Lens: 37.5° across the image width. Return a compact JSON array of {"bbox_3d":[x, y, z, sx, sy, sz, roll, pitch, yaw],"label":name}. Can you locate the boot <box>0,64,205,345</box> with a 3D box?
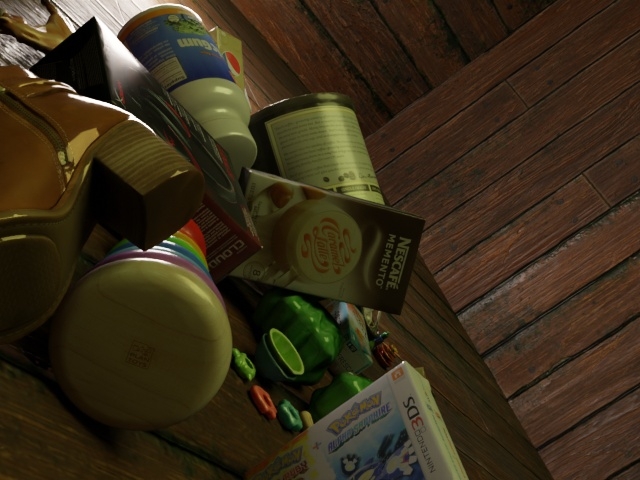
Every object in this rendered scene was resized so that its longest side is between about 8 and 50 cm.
[{"bbox_3d":[-0.252,-0.045,0.682,0.220,0.283,0.109,32,-44,25],"label":"boot"}]

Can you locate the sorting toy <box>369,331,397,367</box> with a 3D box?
[{"bbox_3d":[0.114,0.194,1.807,0.102,0.042,0.061,53,10,-7],"label":"sorting toy"}]

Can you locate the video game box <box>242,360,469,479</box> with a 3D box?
[{"bbox_3d":[0.030,0.230,0.841,0.048,0.205,0.187,47,12,-29],"label":"video game box"}]

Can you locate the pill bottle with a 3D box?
[{"bbox_3d":[-0.195,-0.211,1.397,0.272,0.152,0.152,60,11,31],"label":"pill bottle"}]

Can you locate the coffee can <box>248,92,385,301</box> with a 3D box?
[{"bbox_3d":[-0.005,-0.062,1.460,0.201,0.201,0.275,24,47,-71],"label":"coffee can"}]

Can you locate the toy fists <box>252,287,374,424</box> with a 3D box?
[{"bbox_3d":[0.011,0.179,1.247,0.279,0.096,0.142,55,2,13],"label":"toy fists"}]

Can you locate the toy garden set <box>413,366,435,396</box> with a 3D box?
[{"bbox_3d":[0.146,0.261,1.276,0.244,0.049,0.204,-33,113,-80],"label":"toy garden set"}]

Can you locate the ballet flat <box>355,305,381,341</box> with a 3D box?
[{"bbox_3d":[0.071,0.094,1.632,0.074,0.074,0.203,-107,-173,-60],"label":"ballet flat"}]

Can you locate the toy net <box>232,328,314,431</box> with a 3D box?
[{"bbox_3d":[-0.019,0.214,1.121,0.232,0.045,0.122,56,10,9],"label":"toy net"}]

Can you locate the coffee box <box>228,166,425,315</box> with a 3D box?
[{"bbox_3d":[0.000,0.000,1.269,0.246,0.141,0.098,13,5,-13],"label":"coffee box"}]

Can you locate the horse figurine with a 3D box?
[{"bbox_3d":[-0.299,-0.224,1.213,0.263,0.066,0.174,46,7,-31],"label":"horse figurine"}]

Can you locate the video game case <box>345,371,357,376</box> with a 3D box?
[{"bbox_3d":[0.159,0.380,1.423,0.300,0.036,0.329,43,15,-50],"label":"video game case"}]

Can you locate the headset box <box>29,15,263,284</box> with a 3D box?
[{"bbox_3d":[-0.196,-0.088,1.105,0.293,0.110,0.218,47,12,-38],"label":"headset box"}]

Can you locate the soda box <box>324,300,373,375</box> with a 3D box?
[{"bbox_3d":[0.037,0.155,1.521,0.058,0.063,0.183,51,11,-18],"label":"soda box"}]

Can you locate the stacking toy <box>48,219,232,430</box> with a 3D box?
[{"bbox_3d":[-0.149,0.044,0.870,0.141,0.141,0.330,52,6,-14],"label":"stacking toy"}]

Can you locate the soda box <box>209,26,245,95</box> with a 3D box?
[{"bbox_3d":[-0.163,-0.248,1.525,0.061,0.058,0.181,22,54,-48],"label":"soda box"}]

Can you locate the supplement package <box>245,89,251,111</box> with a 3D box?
[{"bbox_3d":[-0.219,-0.280,1.647,0.179,0.105,0.105,48,14,-34],"label":"supplement package"}]
